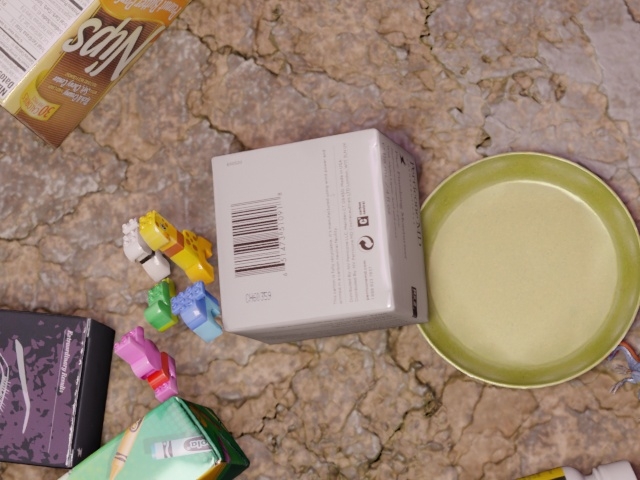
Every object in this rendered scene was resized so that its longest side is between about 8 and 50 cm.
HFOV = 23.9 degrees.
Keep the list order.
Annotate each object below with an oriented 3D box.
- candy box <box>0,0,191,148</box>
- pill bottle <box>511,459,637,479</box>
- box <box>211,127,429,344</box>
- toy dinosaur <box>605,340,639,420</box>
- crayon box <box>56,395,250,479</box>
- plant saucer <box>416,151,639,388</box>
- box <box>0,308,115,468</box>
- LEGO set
[{"bbox_3d":[-0.220,-0.254,1.552,0.087,0.183,0.316,40,87,13],"label":"candy box"},{"bbox_3d":[0.206,0.284,1.439,0.208,0.119,0.119,-17,78,3],"label":"pill bottle"},{"bbox_3d":[0.000,0.000,1.495,0.182,0.119,0.181,-9,78,20],"label":"box"},{"bbox_3d":[0.318,0.137,1.503,0.090,0.047,0.082,-2,67,-27],"label":"toy dinosaur"},{"bbox_3d":[-0.212,0.267,1.467,0.278,0.165,0.081,-36,78,0],"label":"crayon box"},{"bbox_3d":[0.204,0.031,1.525,0.241,0.037,0.241,-1,79,7],"label":"plant saucer"},{"bbox_3d":[-0.326,0.149,1.531,0.207,0.108,0.153,6,80,7],"label":"box"},{"bbox_3d":[-0.156,0.033,1.469,0.087,0.093,0.227,-34,37,17],"label":"LEGO set"}]
